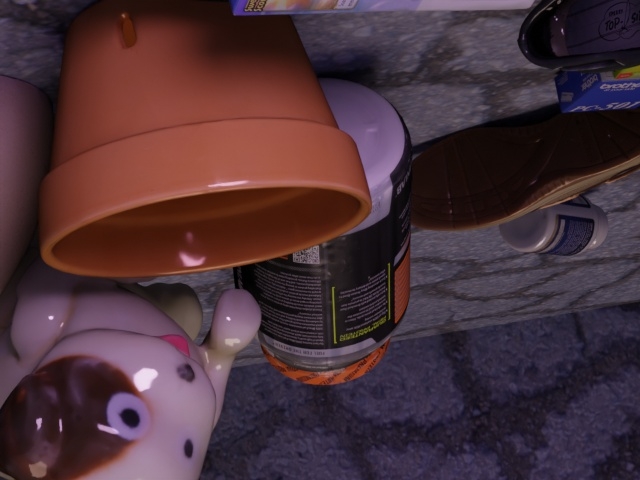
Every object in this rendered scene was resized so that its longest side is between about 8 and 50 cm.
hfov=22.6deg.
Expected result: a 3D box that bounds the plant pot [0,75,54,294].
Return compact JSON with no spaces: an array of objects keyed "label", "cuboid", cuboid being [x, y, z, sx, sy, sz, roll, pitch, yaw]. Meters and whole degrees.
[{"label":"plant pot","cuboid":[-0.391,-0.027,1.559,0.284,0.191,0.284,-9,168,-2]}]

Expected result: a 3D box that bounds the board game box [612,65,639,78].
[{"label":"board game box","cuboid":[0.362,-0.216,1.606,0.092,0.043,0.181,-7,167,-10]}]

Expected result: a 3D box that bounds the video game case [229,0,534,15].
[{"label":"video game case","cuboid":[0.082,-0.256,1.073,0.244,0.061,0.269,-5,152,-24]}]

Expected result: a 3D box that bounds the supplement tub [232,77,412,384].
[{"label":"supplement tub","cuboid":[0.000,0.000,1.695,0.194,0.193,0.316,-8,138,-6]}]

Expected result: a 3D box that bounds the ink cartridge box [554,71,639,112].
[{"label":"ink cartridge box","cuboid":[0.372,-0.181,1.760,0.207,0.046,0.097,-5,165,-20]}]

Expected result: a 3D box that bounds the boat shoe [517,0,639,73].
[{"label":"boat shoe","cuboid":[0.299,-0.219,1.369,0.113,0.127,0.340,-14,-178,-37]}]

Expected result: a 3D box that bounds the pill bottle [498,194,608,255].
[{"label":"pill bottle","cuboid":[0.339,-0.025,2.301,0.094,0.094,0.169,-20,163,40]}]

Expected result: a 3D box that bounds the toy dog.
[{"label":"toy dog","cuboid":[-0.249,0.152,1.620,0.395,0.284,0.408,-42,-154,-8]}]

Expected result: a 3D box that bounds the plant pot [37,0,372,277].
[{"label":"plant pot","cuboid":[-0.112,-0.100,1.413,0.291,0.203,0.291,-8,168,-2]}]

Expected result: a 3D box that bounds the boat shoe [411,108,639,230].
[{"label":"boat shoe","cuboid":[0.262,-0.087,1.940,0.342,0.123,0.123,-21,162,21]}]
